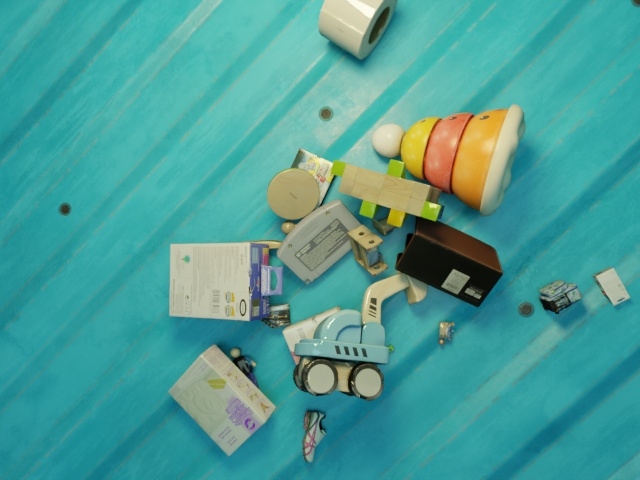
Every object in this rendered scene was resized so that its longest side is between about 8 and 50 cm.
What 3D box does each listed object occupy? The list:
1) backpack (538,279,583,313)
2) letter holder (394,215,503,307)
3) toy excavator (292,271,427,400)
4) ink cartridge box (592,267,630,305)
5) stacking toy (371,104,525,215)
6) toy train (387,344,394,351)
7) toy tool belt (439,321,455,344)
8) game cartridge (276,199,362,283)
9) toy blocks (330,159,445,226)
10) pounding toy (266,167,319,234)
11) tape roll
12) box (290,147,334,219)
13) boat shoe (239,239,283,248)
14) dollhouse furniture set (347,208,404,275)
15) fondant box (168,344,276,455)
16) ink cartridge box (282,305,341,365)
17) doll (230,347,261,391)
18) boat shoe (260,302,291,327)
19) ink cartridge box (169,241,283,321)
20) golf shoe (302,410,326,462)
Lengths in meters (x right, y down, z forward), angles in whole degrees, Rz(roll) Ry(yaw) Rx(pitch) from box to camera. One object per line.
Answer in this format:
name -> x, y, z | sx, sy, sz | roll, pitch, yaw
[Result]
backpack -> 0.801, 0.181, 1.419 | 0.115, 0.105, 0.084 | -27, 87, 5
letter holder -> 0.430, 0.055, 1.448 | 0.302, 0.214, 0.151 | 25, 119, 2
toy excavator -> 0.138, 0.285, 1.399 | 0.434, 0.222, 0.444 | 8, 74, -9
ink cartridge box -> 0.981, 0.155, 1.433 | 0.063, 0.029, 0.115 | -29, 87, 6
stacking toy -> 0.389, -0.297, 1.407 | 0.481, 0.351, 0.350 | 17, 92, 23
toy train -> 0.230, 0.407, 1.542 | 0.083, 0.017, 0.023 | -33, 76, 7
toy tool belt -> 0.446, 0.328, 1.495 | 0.051, 0.052, 0.083 | 2, 91, 16
game cartridge -> 0.000, 0.000, 1.511 | 0.297, 0.062, 0.198 | -41, 111, 6
toy blocks -> 0.252, -0.160, 1.421 | 0.382, 0.261, 0.190 | 21, 101, 28
pounding toy -> -0.095, -0.155, 1.511 | 0.183, 0.110, 0.236 | -20, 117, -4
tape roll -> 0.129, -0.769, 1.439 | 0.169, 0.246, 0.246 | 34, 94, 6
box -> -0.052, -0.201, 1.565 | 0.159, 0.044, 0.232 | 26, 94, 7
boat shoe -> -0.219, 0.029, 1.584 | 0.170, 0.063, 0.059 | -2, 92, 17
dollhouse furniture set -> 0.215, 0.007, 1.476 | 0.184, 0.129, 0.129 | -28, 128, -14
fondant box -> -0.363, 0.584, 1.557 | 0.330, 0.096, 0.238 | 43, 112, 5
ink cartridge box -> -0.002, 0.350, 1.536 | 0.218, 0.092, 0.158 | -23, 88, 8
doll -> -0.295, 0.496, 1.600 | 0.129, 0.046, 0.188 | -21, 88, 6
boat shoe -> -0.201, 0.287, 1.576 | 0.184, 0.065, 0.083 | -8, 88, 7
ink cartridge box -> -0.331, 0.143, 1.508 | 0.396, 0.151, 0.269 | -1, 87, 22
golf shoe -> -0.023, 0.720, 1.552 | 0.086, 0.067, 0.185 | 4, 90, 6
